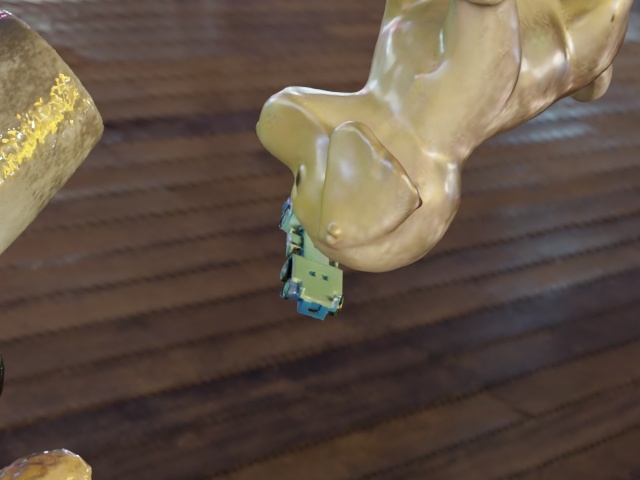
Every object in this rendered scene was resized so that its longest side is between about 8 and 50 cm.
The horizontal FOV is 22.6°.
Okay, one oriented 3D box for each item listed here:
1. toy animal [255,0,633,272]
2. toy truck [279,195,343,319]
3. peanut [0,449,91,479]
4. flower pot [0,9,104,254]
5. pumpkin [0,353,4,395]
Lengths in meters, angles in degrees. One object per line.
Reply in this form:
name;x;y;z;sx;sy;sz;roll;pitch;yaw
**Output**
toy animal;0.070;-0.093;0.824;0.233;0.169;0.121;-33;45;-30
toy truck;0.000;0.000;1.600;0.067;0.081;0.175;19;36;-14
peanut;-0.292;0.269;1.472;0.108;0.095;0.226;-15;16;40
flower pot;-0.467;-0.117;2.056;0.293;0.330;0.293;44;-13;14
pumpkin;-0.535;0.195;2.218;0.202;0.202;0.140;-10;75;-50
